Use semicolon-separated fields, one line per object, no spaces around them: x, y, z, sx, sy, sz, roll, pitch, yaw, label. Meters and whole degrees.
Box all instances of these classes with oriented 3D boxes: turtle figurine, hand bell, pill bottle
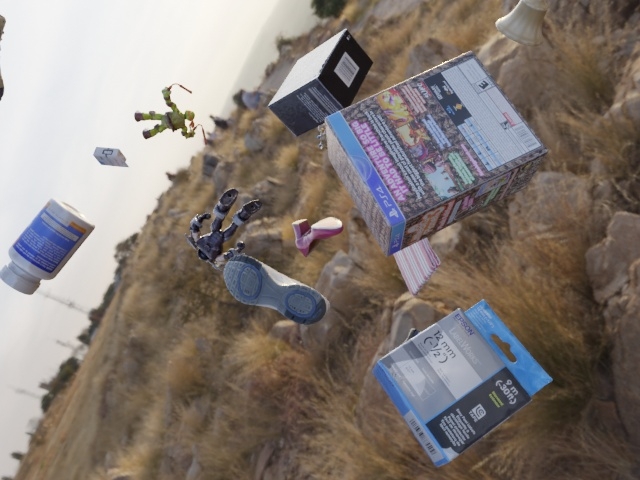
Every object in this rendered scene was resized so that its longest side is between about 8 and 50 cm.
-0.523;-0.412;1.933;0.269;0.217;0.087;68;-166;-50;turtle figurine
0.528;-0.598;1.295;0.242;0.126;0.126;112;173;-46;hand bell
-0.808;0.020;1.619;0.272;0.152;0.152;-52;14;-6;pill bottle

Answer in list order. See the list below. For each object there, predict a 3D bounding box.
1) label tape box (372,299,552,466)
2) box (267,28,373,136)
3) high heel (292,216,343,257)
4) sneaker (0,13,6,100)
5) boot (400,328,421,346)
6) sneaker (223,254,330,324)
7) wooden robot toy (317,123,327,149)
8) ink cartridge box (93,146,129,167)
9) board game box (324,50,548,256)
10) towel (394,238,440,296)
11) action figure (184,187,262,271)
0.329;0.294;1.236;0.347;0.249;0.115;-29;-23;-16;label tape box
0.000;-0.312;1.102;0.158;0.093;0.156;-13;42;48;box
0.000;0.000;1.599;0.082;0.117;0.244;-29;17;-35;high heel
-0.749;-0.450;1.233;0.296;0.112;0.131;101;-164;-47;sneaker
0.283;0.311;1.396;0.082;0.219;0.106;1;62;58;boot
-0.110;0.128;1.369;0.111;0.297;0.129;-64;-19;0;sneaker
0.023;-0.407;2.085;0.173;0.076;0.079;76;-176;-80;wooden robot toy
-0.540;-0.217;1.434;0.048;0.083;0.028;75;-156;-64;ink cartridge box
0.189;-0.149;0.960;0.291;0.232;0.141;-25;-21;-6;board game box
0.241;0.044;1.394;0.197;0.029;0.144;106;148;-61;towel
-0.286;-0.024;1.597;0.285;0.185;0.099;-47;10;38;action figure
